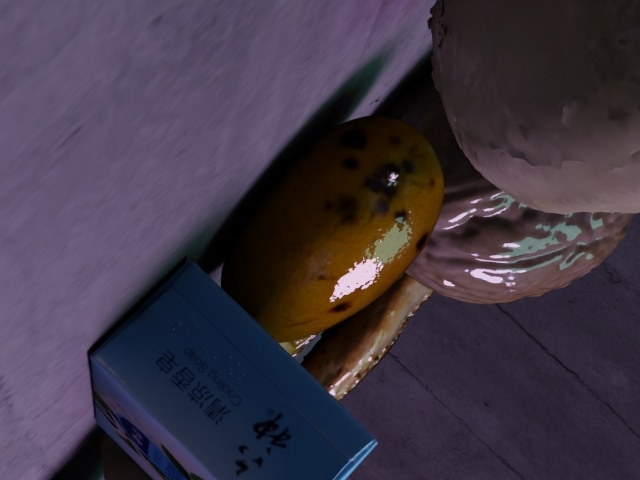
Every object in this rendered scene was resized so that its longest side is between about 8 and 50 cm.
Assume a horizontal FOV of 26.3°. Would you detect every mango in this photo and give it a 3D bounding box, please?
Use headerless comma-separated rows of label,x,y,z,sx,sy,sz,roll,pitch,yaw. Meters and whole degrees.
mango,0.000,0.001,0.789,0.178,0.090,0.115,-41,-174,35

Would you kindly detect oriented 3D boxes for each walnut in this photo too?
walnut,0.127,-0.044,0.952,0.230,0.178,0.178,-19,158,-36

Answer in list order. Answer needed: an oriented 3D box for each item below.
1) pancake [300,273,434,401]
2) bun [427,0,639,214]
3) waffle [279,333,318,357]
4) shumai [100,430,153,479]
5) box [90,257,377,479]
pancake,0.024,0.070,1.285,0.266,0.057,0.244,-41,-165,9
bun,0.222,-0.137,0.609,0.362,0.234,0.326,-19,-164,-8
waffle,-0.015,0.058,1.223,0.208,0.054,0.214,-46,-179,-41
shumai,-0.112,0.246,1.043,0.262,0.267,0.314,-68,164,3
box,-0.060,0.114,0.819,0.083,0.142,0.232,-45,175,-19
